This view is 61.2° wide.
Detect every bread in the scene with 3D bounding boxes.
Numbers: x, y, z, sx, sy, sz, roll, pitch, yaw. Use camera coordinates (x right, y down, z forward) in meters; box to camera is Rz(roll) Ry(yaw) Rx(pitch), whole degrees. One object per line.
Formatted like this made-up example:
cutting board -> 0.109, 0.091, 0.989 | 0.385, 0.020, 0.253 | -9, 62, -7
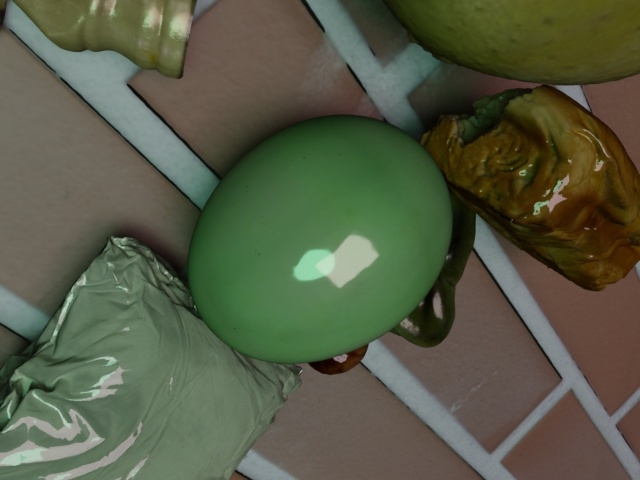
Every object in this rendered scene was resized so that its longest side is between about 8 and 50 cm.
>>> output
bread -> 0.271, -0.060, 0.623 | 0.344, 0.195, 0.148 | 25, 103, -49

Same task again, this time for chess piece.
chess piece -> -0.207, -0.199, 0.442 | 0.201, 0.090, 0.089 | 10, 106, -17

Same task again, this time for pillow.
pillow -> -0.187, 0.172, 0.564 | 0.283, 0.138, 0.310 | -47, 124, -12

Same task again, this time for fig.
fig -> 0.032, 0.126, 0.689 | 0.125, 0.089, 0.088 | 17, 103, -51

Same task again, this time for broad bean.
broad bean -> 0.133, 0.032, 0.706 | 0.153, 0.072, 0.206 | 9, 94, -32

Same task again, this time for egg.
egg -> 0.000, 0.000, 0.530 | 0.270, 0.220, 0.220 | -40, 122, -4

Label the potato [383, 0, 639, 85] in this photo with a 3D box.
potato -> 0.220, -0.311, 0.470 | 0.443, 0.385, 0.319 | -6, 148, -16
